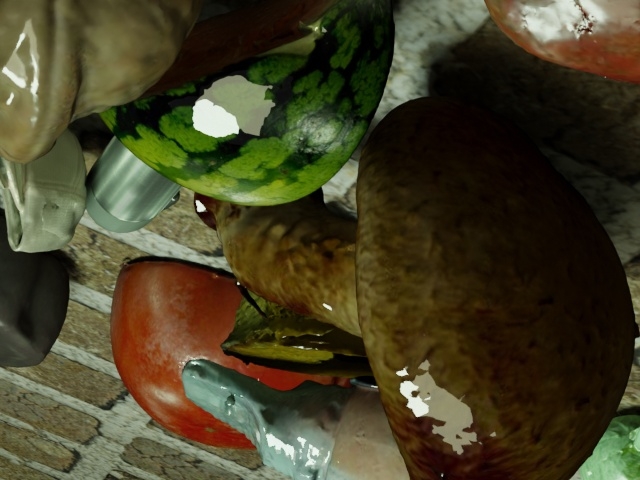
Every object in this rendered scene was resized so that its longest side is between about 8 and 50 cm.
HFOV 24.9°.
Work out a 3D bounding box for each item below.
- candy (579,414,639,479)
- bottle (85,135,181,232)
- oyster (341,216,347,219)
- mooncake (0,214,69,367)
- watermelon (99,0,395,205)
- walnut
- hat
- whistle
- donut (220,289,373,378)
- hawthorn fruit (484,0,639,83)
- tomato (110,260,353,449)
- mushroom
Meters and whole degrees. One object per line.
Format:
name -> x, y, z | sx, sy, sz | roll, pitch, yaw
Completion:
candy -> 0.340, 0.165, 1.462 | 0.119, 0.119, 0.440 | 15, 148, 11
bottle -> -0.153, -0.072, 1.344 | 0.096, 0.079, 0.254 | 2, 161, -23
oyster -> 0.000, 0.001, 1.431 | 0.086, 0.029, 0.132 | 5, 158, 25
mooncake -> -0.417, 0.051, 1.720 | 0.245, 0.133, 0.245 | 16, 155, 8
watermelon -> -0.086, -0.106, 1.071 | 0.128, 0.159, 0.303 | 0, 175, -40
walnut -> -0.212, -0.177, 0.981 | 0.273, 0.227, 0.273 | 13, 162, 4
hat -> -0.286, -0.118, 1.337 | 0.219, 0.164, 0.226 | 42, 130, 37
whistle -> 0.017, 0.207, 1.443 | 0.348, 0.189, 0.189 | 15, 155, 9
donut -> 0.040, 0.083, 1.460 | 0.272, 0.107, 0.272 | 8, 168, 2
hawthorn fruit -> 0.199, -0.158, 0.799 | 0.235, 0.181, 0.181 | 28, 154, -18
tomato -> -0.119, 0.161, 1.722 | 0.338, 0.143, 0.338 | 15, 157, 7
mushroom -> 0.069, 0.040, 1.141 | 0.356, 0.334, 0.331 | 5, 153, -3
